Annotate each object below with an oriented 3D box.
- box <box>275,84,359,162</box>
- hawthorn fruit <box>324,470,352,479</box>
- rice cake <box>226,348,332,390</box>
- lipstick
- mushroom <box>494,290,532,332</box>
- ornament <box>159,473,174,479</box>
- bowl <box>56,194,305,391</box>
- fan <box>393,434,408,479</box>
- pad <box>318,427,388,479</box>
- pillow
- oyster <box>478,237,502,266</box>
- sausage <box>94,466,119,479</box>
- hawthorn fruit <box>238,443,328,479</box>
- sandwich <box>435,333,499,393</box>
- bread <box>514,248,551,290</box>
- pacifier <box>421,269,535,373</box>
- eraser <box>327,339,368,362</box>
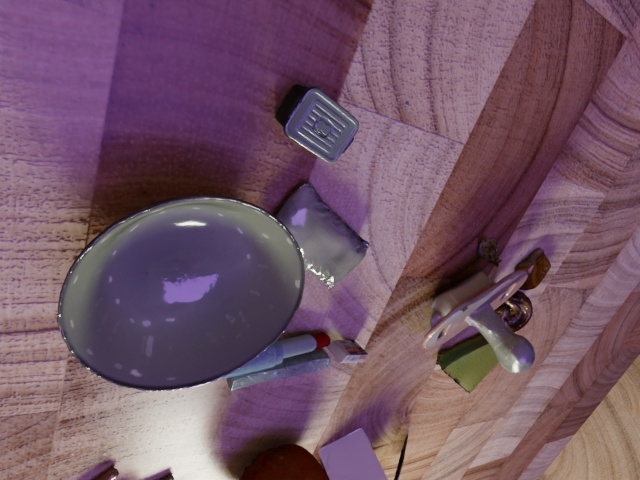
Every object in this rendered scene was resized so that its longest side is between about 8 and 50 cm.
[{"bbox_3d":[-0.009,-0.189,0.657,0.122,0.069,0.084,27,105,-39],"label":"box"},{"bbox_3d":[0.083,0.781,1.251,0.250,0.215,0.215,26,105,-25],"label":"hawthorn fruit"},{"bbox_3d":[-0.089,0.287,0.933,0.245,0.045,0.042,-4,118,-28],"label":"rice cake"},{"bbox_3d":[-0.096,0.235,0.881,0.274,0.068,0.061,-3,93,-37],"label":"lipstick"},{"bbox_3d":[0.572,0.208,1.248,0.135,0.080,0.170,-47,131,-12],"label":"mushroom"},{"bbox_3d":[-0.439,0.636,0.943,0.245,0.061,0.230,-21,126,-22],"label":"ornament"},{"bbox_3d":[-0.206,0.055,0.641,0.337,0.157,0.337,-14,126,-21],"label":"bowl"},{"bbox_3d":[0.247,0.758,1.333,0.335,0.011,0.229,4,101,-75],"label":"fan"},{"bbox_3d":[0.109,0.686,1.197,0.156,0.232,0.004,-20,153,-18],"label":"pad"},{"bbox_3d":[0.000,0.000,0.797,0.128,0.051,0.229,-47,129,1],"label":"pillow"},{"bbox_3d":[0.447,0.023,1.064,0.038,0.081,0.083,-44,170,-28],"label":"oyster"},{"bbox_3d":[-0.478,0.517,0.868,0.116,0.026,0.026,-34,131,-8],"label":"sausage"},{"bbox_3d":[-0.078,0.688,1.011,0.287,0.330,0.287,-29,140,-29],"label":"hawthorn fruit"},{"bbox_3d":[0.482,0.356,1.307,0.212,0.063,0.245,-47,132,-1],"label":"sandwich"},{"bbox_3d":[0.638,0.092,1.236,0.126,0.044,0.129,-45,128,1],"label":"bread"},{"bbox_3d":[0.412,0.198,1.063,0.332,0.273,0.220,-28,113,-13],"label":"pacifier"},{"bbox_3d":[0.066,0.263,0.982,0.029,0.052,0.122,-53,148,7],"label":"eraser"}]
